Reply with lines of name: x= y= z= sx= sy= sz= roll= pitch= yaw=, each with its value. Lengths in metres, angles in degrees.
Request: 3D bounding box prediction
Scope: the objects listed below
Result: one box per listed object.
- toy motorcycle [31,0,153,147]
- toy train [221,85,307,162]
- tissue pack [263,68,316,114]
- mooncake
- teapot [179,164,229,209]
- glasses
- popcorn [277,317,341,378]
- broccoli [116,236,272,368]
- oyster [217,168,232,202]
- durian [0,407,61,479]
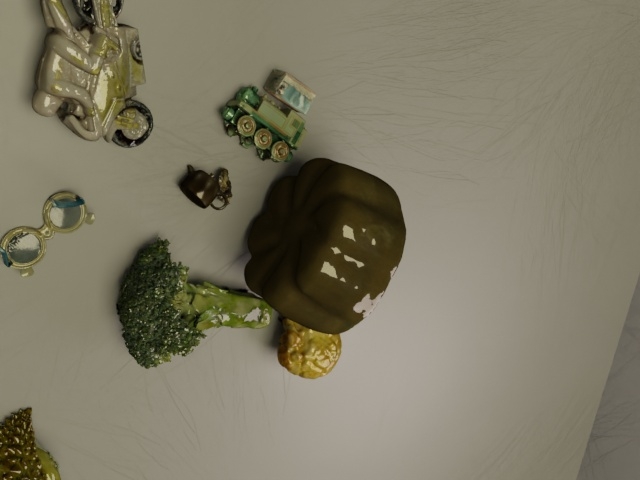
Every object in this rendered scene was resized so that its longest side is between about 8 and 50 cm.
toy motorcycle: x=-0.430 y=-0.311 z=1.356 sx=0.223 sy=0.108 sz=0.340 roll=-25 pitch=127 yaw=-31
toy train: x=-0.124 y=-0.252 z=1.607 sx=0.194 sy=0.081 sz=0.125 roll=35 pitch=76 yaw=-35
tissue pack: x=-0.068 y=-0.326 z=1.614 sx=0.094 sy=0.074 sz=0.058 roll=30 pitch=93 yaw=-35
mooncake: x=0.000 y=0.000 z=1.607 sx=0.201 sy=0.378 sz=0.378 roll=22 pitch=95 yaw=-32
teapot: x=-0.244 y=-0.111 z=1.571 sx=0.121 sy=0.076 sz=0.068 roll=39 pitch=73 yaw=0
glasses: x=-0.526 y=-0.033 z=1.356 sx=0.190 sy=0.220 sz=0.088 roll=-43 pitch=87 yaw=-12
popcorn: x=-0.032 y=0.251 z=1.813 sx=0.180 sy=0.170 sz=0.179 roll=15 pitch=90 yaw=-75
broccoli: x=-0.268 y=0.171 z=1.612 sx=0.361 sy=0.221 sz=0.251 roll=31 pitch=53 yaw=-38
oyster: x=-0.208 y=-0.117 z=1.620 sx=0.054 sy=0.019 sz=0.083 roll=-55 pitch=154 yaw=-52
durian: x=-0.608 y=0.519 z=1.548 sx=0.172 sy=0.166 sz=0.306 roll=-21 pitch=117 yaw=8
